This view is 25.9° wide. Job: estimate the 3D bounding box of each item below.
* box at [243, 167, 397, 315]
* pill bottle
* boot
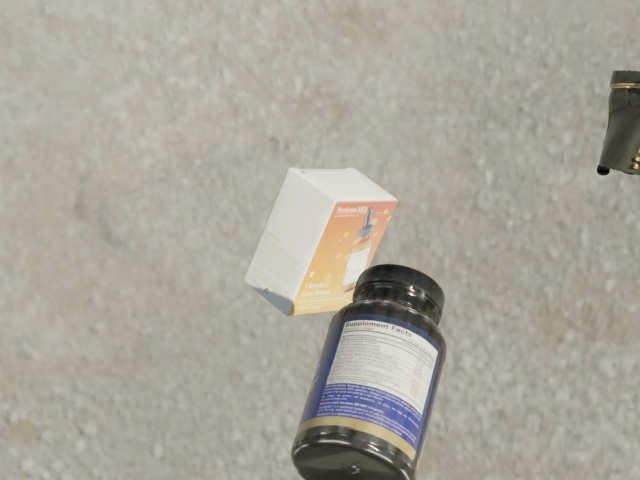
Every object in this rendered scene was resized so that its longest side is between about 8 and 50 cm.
[{"bbox_3d":[0.000,0.000,1.789,0.130,0.170,0.091,-3,33,-48],"label":"box"},{"bbox_3d":[0.056,0.136,1.368,0.123,0.123,0.219,6,53,17],"label":"pill bottle"},{"bbox_3d":[0.435,-0.139,1.750,0.077,0.137,0.198,10,3,-28],"label":"boot"}]
